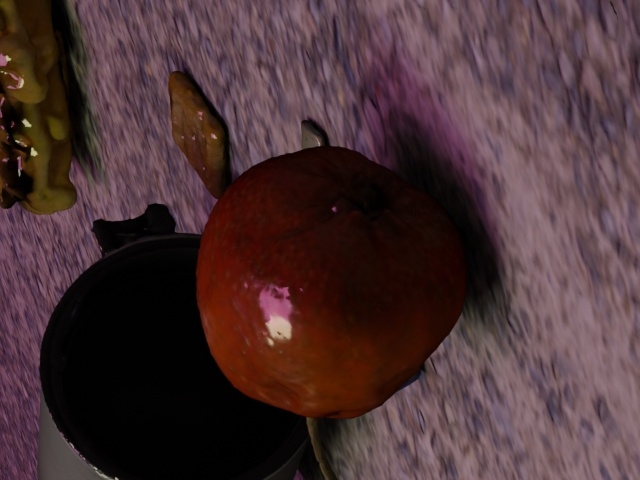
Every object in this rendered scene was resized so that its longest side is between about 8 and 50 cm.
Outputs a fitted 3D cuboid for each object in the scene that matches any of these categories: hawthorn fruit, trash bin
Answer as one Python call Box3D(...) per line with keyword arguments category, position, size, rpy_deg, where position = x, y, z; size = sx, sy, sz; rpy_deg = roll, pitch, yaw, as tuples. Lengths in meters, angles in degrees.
Box3D(category="hawthorn fruit", position=(-0.003, 0.067, 1.249), size=(0.165, 0.165, 0.285), rpy_deg=(55, 153, 31))
Box3D(category="trash bin", position=(-0.117, 0.147, 1.589), size=(0.262, 0.217, 0.277), rpy_deg=(109, 145, -64))

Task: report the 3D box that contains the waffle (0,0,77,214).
Box3D(category="waffle", position=(-0.337, -0.227, 1.951), size=(0.382, 0.095, 0.380), rpy_deg=(53, 156, 42))

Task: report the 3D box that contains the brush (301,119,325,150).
Box3D(category="brush", position=(0.001, 0.000, 1.394), size=(0.033, 0.030, 0.178), rpy_deg=(-124, 19, -57))

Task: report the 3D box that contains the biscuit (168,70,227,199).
Box3D(category="biscuit", position=(-0.097, -0.083, 1.576), size=(0.081, 0.018, 0.083), rpy_deg=(54, 158, 32))

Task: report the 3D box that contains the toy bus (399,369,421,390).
Box3D(category="toy bus", position=(0.022, 0.035, 1.325), size=(0.051, 0.061, 0.153), rpy_deg=(32, 142, 57))
